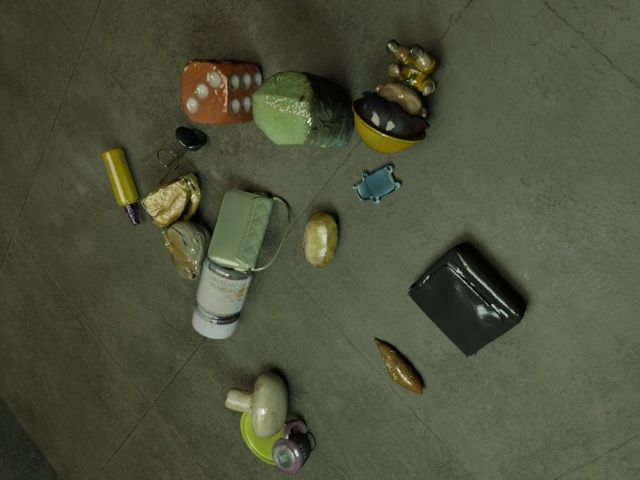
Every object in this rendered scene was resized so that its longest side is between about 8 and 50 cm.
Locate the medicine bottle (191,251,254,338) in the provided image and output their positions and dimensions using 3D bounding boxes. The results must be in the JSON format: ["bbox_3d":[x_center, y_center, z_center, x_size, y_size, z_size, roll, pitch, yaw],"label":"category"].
[{"bbox_3d":[-0.316,0.168,1.812,0.165,0.165,0.274,30,121,20],"label":"medicine bottle"}]

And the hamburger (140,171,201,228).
[{"bbox_3d":[-0.460,-0.136,1.844,0.207,0.135,0.155,-32,103,21],"label":"hamburger"}]

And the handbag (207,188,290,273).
[{"bbox_3d":[-0.205,-0.025,1.676,0.219,0.079,0.256,11,76,12],"label":"handbag"}]

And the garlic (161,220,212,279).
[{"bbox_3d":[-0.417,0.026,1.839,0.178,0.142,0.229,46,141,15],"label":"garlic"}]

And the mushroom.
[{"bbox_3d":[-0.194,0.528,1.827,0.209,0.206,0.206,24,124,-19],"label":"mushroom"}]

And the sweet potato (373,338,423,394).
[{"bbox_3d":[0.220,0.363,1.609,0.068,0.060,0.206,-37,72,1],"label":"sweet potato"}]

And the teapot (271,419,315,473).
[{"bbox_3d":[-0.090,0.673,1.848,0.116,0.146,0.148,-35,78,29],"label":"teapot"}]

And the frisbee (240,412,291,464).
[{"bbox_3d":[-0.189,0.690,1.991,0.235,0.017,0.236,10,111,28],"label":"frisbee"}]

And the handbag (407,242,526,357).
[{"bbox_3d":[0.372,0.153,1.438,0.247,0.080,0.223,47,131,8],"label":"handbag"}]

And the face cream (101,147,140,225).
[{"bbox_3d":[-0.693,-0.184,1.982,0.078,0.078,0.274,-11,99,34],"label":"face cream"}]

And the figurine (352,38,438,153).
[{"bbox_3d":[0.189,-0.331,1.342,0.192,0.167,0.257,34,97,23],"label":"figurine"}]

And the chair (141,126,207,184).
[{"bbox_3d":[-0.467,-0.284,1.787,0.221,0.104,0.095,-32,128,29],"label":"chair"}]

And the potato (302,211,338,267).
[{"bbox_3d":[0.000,0.000,1.611,0.107,0.080,0.171,16,118,26],"label":"potato"}]

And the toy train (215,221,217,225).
[{"bbox_3d":[-0.328,-0.023,1.846,0.017,0.017,0.083,-4,104,34],"label":"toy train"}]

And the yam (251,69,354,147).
[{"bbox_3d":[-0.045,-0.327,1.423,0.202,0.271,0.202,6,107,24],"label":"yam"}]

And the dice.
[{"bbox_3d":[-0.276,-0.421,1.591,0.179,0.175,0.174,14,112,23],"label":"dice"}]

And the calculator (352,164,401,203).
[{"bbox_3d":[0.149,-0.148,1.510,0.141,0.019,0.094,-24,92,36],"label":"calculator"}]
